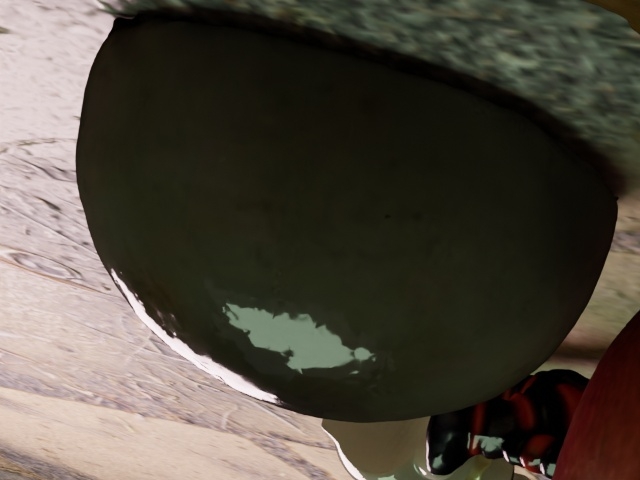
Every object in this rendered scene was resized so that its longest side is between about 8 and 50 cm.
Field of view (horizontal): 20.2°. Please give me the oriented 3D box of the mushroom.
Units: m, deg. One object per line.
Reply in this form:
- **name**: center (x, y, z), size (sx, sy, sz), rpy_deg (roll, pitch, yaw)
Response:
- **mushroom**: center (0.000, 0.000, 0.607), size (0.188, 0.117, 0.141), rpy_deg (21, 153, 0)

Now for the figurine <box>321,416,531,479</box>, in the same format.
- **figurine**: center (0.064, 0.104, 0.976), size (0.098, 0.081, 0.146), rpy_deg (58, -168, 30)

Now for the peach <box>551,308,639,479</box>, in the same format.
- **peach**: center (0.179, 0.132, 0.528), size (0.248, 0.275, 0.245), rpy_deg (3, 176, 23)

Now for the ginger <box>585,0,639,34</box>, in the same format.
- **ginger**: center (0.134, -0.045, 0.400), size (0.133, 0.059, 0.214), rpy_deg (11, 164, 46)

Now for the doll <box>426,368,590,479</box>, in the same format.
- **doll**: center (0.175, 0.106, 0.812), size (0.248, 0.127, 0.088), rpy_deg (10, 129, 13)
